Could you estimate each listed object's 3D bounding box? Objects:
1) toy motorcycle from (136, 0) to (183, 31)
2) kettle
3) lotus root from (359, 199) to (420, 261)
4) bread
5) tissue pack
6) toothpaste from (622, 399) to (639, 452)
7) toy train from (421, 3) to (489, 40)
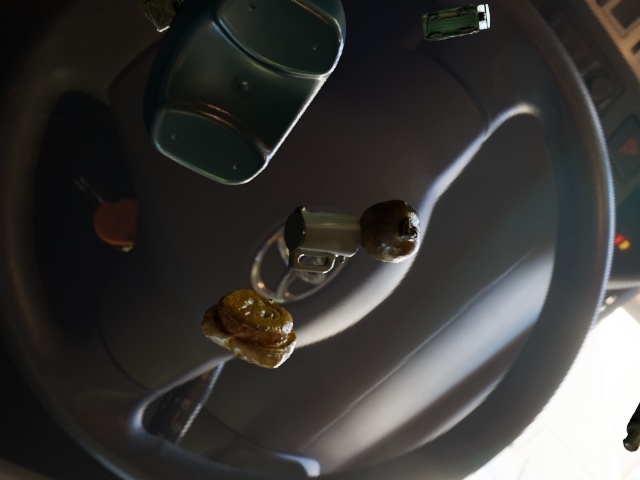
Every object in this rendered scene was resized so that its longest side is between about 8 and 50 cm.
[{"bbox_3d":[-0.238,-0.402,1.070,0.127,0.275,0.205,-34,-177,13],"label":"toy motorcycle"},{"bbox_3d":[-0.002,-0.005,1.465,0.148,0.098,0.127,3,127,-32],"label":"kettle"},{"bbox_3d":[0.164,-0.021,1.536,0.128,0.145,0.260,-15,-178,-12],"label":"lotus root"},{"bbox_3d":[-0.172,0.215,1.644,0.120,0.236,0.198,-66,169,20],"label":"bread"},{"bbox_3d":[-0.107,-0.238,0.877,0.198,0.206,0.287,22,120,-26],"label":"tissue pack"},{"bbox_3d":[0.555,0.280,1.103,0.216,0.062,0.037,-34,146,-38],"label":"toothpaste"},{"bbox_3d":[0.190,-0.304,0.921,0.056,0.093,0.038,-25,111,-48],"label":"toy train"}]
